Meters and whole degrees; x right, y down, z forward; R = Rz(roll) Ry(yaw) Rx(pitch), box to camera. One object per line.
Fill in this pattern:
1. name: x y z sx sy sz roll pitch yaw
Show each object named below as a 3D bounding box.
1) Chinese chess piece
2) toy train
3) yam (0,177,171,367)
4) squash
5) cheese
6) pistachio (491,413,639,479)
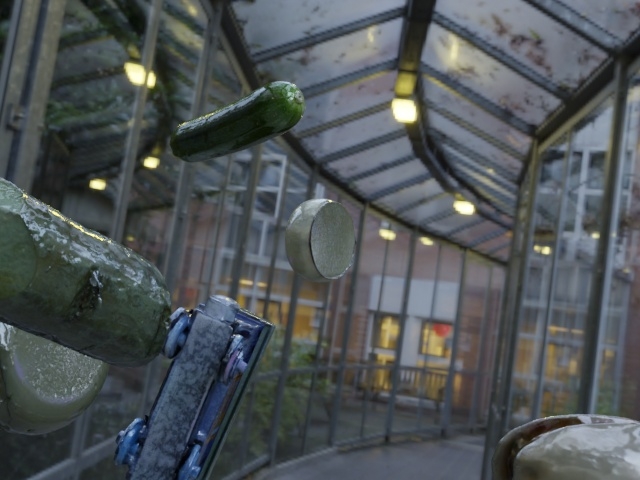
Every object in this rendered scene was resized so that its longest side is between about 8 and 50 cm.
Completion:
1. Chinese chess piece: 0.000 0.000 1.167 0.051 0.122 0.122 1 -9 36
2. toy train: -0.182 0.217 1.151 0.131 0.299 0.202 24 -1 6
3. yam: -0.148 0.018 0.439 0.070 0.069 0.146 3 -24 42
4. squash: -0.108 -0.147 1.034 0.229 0.066 0.066 -12 -18 41
5. cheese: -0.327 0.135 0.962 0.091 0.175 0.202 -11 6 24
6. pistachio: 0.293 0.255 0.855 0.223 0.152 0.126 21 5 -13
